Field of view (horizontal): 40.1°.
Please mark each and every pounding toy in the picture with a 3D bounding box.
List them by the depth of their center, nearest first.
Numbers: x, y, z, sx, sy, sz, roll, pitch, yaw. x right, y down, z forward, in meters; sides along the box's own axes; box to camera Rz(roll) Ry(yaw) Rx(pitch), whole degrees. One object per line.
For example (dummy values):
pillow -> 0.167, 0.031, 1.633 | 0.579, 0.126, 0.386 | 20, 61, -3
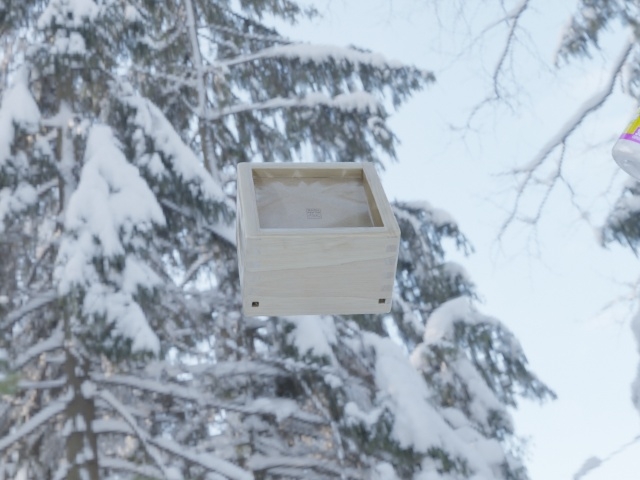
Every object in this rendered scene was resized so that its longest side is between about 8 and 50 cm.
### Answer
pounding toy -> 0.000, 0.000, 0.692 | 0.130, 0.141, 0.100 | -1, -57, -9

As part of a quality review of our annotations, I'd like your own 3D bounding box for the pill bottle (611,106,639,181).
pill bottle -> 0.190, -0.068, 0.452 | 0.043, 0.043, 0.083 | 34, -90, -44
